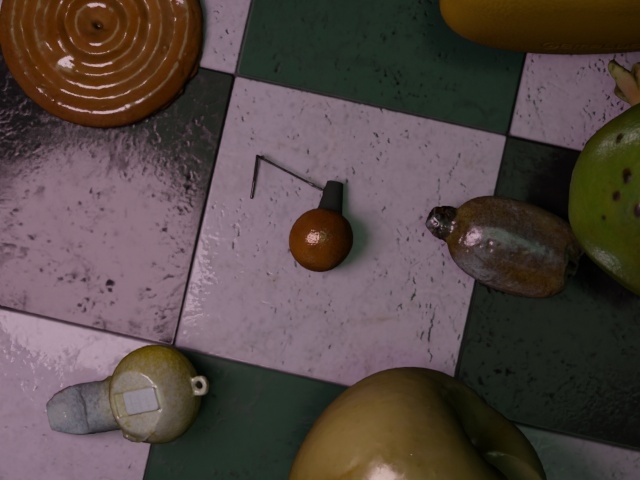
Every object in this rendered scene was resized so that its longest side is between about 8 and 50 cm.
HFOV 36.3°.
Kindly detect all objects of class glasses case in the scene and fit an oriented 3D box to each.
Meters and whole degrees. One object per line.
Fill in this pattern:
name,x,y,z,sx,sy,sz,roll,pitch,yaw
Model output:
glasses case,0.325,-0.297,1.150,0.372,0.173,0.141,0,88,3

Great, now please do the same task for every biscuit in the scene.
biscuit,-0.275,-0.269,1.222,0.262,0.037,0.261,0,88,0

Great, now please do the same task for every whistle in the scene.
whistle,-0.231,0.193,1.190,0.223,0.123,0.122,-14,88,21

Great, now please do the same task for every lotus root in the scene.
lotus root,0.221,0.002,1.188,0.192,0.088,0.113,20,95,1

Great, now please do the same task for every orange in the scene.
orange,0.000,0.000,1.193,0.085,0.085,0.084,0,89,0

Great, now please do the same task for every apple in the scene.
apple,0.105,0.289,1.086,0.254,0.292,0.292,-43,89,23

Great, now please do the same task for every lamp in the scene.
lamp,-0.027,-0.070,1.219,0.121,0.041,0.054,13,81,-2

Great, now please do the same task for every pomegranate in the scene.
pomegranate,0.409,-0.073,1.123,0.261,0.260,0.340,-7,56,0
